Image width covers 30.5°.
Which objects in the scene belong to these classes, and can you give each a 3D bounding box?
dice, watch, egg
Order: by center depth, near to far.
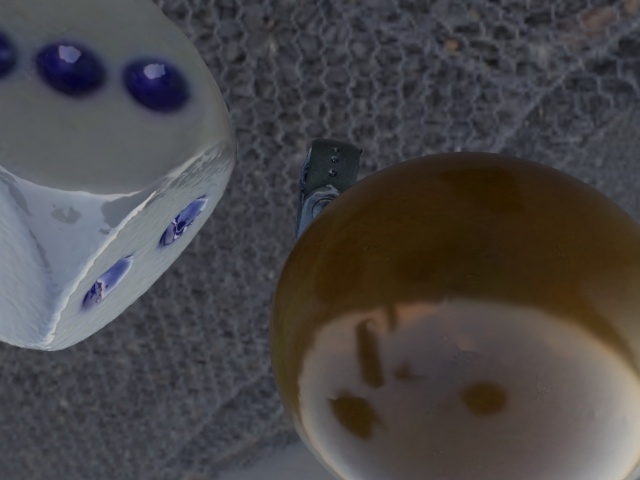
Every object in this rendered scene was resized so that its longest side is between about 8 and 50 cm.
[{"bbox_3d":[0.125,0.078,0.883,0.282,0.282,0.351,-24,153,39],"label":"egg"},{"bbox_3d":[-0.247,-0.078,1.069,0.259,0.251,0.243,42,141,7],"label":"dice"},{"bbox_3d":[0.000,0.000,1.182,0.068,0.193,0.206,9,106,0],"label":"watch"}]
